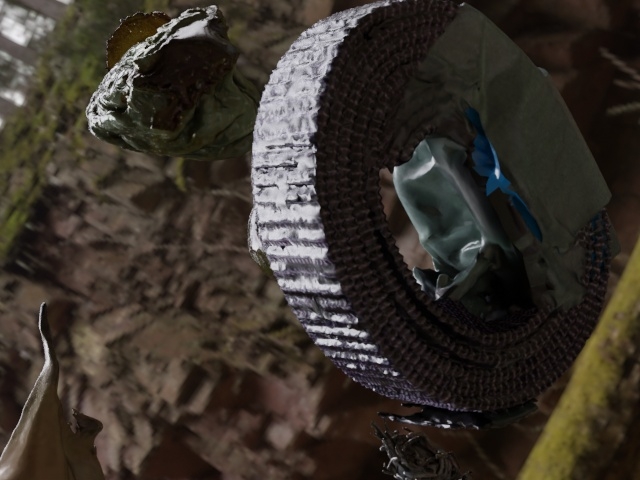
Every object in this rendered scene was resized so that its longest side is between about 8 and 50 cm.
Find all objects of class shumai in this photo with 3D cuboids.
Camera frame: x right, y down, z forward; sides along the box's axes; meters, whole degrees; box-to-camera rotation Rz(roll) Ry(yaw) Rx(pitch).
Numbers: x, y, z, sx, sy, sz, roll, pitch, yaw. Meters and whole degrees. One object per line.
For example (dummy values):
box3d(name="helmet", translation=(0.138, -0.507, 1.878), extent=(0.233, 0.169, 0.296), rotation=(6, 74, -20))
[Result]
box3d(name="shumai", translation=(-0.147, -0.166, 1.287), extent=(0.184, 0.184, 0.142), rotation=(-15, -50, -44))

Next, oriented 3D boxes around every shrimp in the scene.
box3d(name="shrimp", translation=(0.098, 0.219, 1.275), extent=(0.165, 0.065, 0.056), rotation=(37, -91, -39))

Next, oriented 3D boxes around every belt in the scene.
box3d(name="belt", translation=(0.086, -0.024, 0.970), extent=(0.260, 0.122, 0.325), rotation=(-40, -70, -26))

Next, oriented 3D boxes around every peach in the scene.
box3d(name="peach", translation=(-0.197, -0.220, 1.514), extent=(0.061, 0.098, 0.098), rotation=(-33, -37, -77))

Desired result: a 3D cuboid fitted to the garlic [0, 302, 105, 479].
box3d(name="garlic", translation=(-0.166, 0.229, 0.813), extent=(0.196, 0.151, 0.338), rotation=(-75, -23, -47))

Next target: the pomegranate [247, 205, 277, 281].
box3d(name="pomegranate", translation=(-0.010, 0.006, 1.501), extent=(0.125, 0.163, 0.138), rotation=(-38, -5, 21))
